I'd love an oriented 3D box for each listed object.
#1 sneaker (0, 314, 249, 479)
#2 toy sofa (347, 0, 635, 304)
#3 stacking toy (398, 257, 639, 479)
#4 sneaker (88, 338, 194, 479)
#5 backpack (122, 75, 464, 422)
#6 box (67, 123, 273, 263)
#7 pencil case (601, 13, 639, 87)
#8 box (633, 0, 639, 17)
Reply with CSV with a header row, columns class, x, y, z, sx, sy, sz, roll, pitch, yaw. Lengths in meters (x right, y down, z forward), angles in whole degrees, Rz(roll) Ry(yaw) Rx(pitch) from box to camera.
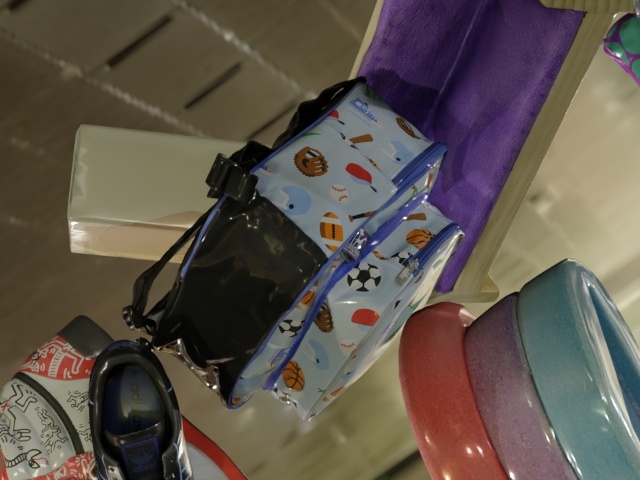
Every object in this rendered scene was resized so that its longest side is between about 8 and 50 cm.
class,x,y,z,sx,sy,sz,roll,pitch,yaw
sneaker,-0.160,0.199,1.241,0.145,0.270,0.090,-42,165,-17
toy sofa,0.124,-0.115,1.395,0.177,0.150,0.363,-1,129,-32
stacking toy,0.175,0.145,0.755,0.130,0.309,0.279,-26,177,17
sneaker,-0.134,0.190,1.155,0.081,0.232,0.090,-13,174,-6
backpack,0.000,0.000,1.288,0.263,0.213,0.276,-54,-178,-39
box,-0.138,-0.045,1.807,0.311,0.121,0.148,5,163,-5
pencil case,0.346,-0.159,1.532,0.070,0.152,0.064,-31,165,5
box,0.441,-0.374,0.864,0.297,0.471,0.480,74,31,-47
